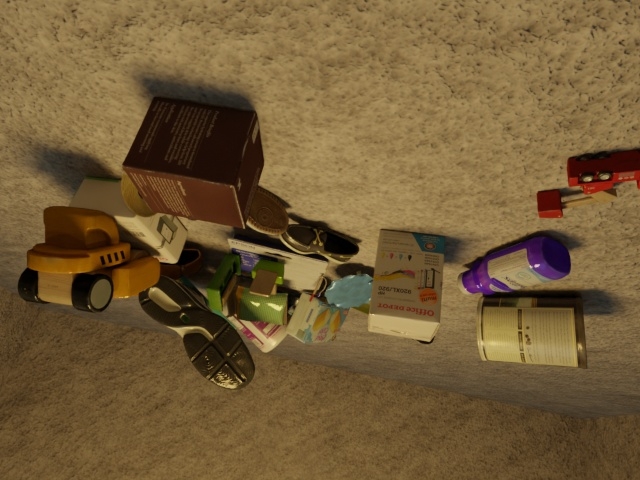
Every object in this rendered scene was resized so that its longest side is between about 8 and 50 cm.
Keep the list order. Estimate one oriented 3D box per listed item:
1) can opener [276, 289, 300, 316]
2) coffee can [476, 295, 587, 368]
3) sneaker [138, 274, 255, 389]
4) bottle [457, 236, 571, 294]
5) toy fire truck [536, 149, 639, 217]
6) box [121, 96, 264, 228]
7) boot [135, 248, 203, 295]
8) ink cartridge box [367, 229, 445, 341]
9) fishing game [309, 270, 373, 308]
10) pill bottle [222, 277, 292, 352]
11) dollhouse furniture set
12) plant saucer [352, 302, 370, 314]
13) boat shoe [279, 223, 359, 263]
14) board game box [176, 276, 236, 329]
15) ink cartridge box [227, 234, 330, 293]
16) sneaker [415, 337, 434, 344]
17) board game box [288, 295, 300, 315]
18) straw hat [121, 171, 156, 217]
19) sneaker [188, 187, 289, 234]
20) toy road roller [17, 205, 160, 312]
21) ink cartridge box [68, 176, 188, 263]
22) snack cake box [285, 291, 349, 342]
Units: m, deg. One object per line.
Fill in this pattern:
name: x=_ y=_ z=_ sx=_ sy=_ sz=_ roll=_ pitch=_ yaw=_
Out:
can opener: x=-0.140 y=0.252 z=1.650 sx=0.283 sy=0.095 sz=0.076 roll=19 pitch=112 yaw=-5
coffee can: x=0.628 y=0.268 z=1.265 sx=0.275 sy=0.202 sz=0.201 roll=-4 pitch=150 yaw=30
sneaker: x=-0.366 y=0.281 z=1.395 sx=0.447 sy=0.169 sz=0.257 roll=44 pitch=178 yaw=5
bottle: x=0.469 y=0.077 z=1.068 sx=0.118 sy=0.092 sz=0.283 roll=21 pitch=153 yaw=-21
toy fire truck: x=0.492 y=-0.097 z=0.757 sx=0.192 sy=0.047 sz=0.135 roll=-4 pitch=151 yaw=28
box: x=-0.233 y=-0.147 z=0.825 sx=0.203 sy=0.169 sz=0.167 roll=11 pitch=154 yaw=3
boot: x=-0.546 y=0.097 z=1.439 sx=0.295 sy=0.104 sz=0.211 roll=-18 pitch=167 yaw=-15
ink cartridge box: x=0.221 y=0.119 z=1.098 sx=0.171 sy=0.233 sz=0.168 roll=6 pitch=154 yaw=10
fishing game: x=0.103 y=0.157 z=1.365 sx=0.263 sy=0.041 sz=0.189 roll=7 pitch=137 yaw=-17
pill bottle: x=-0.253 y=0.251 z=1.558 sx=0.301 sy=0.169 sz=0.169 roll=45 pitch=148 yaw=-5
dollhouse furniture set: x=-0.215 y=0.207 z=1.313 sx=0.197 sy=0.151 sz=0.302 roll=11 pitch=135 yaw=6
plant saucer: x=0.201 y=0.223 z=1.537 sx=0.188 sy=0.045 sz=0.188 roll=26 pitch=151 yaw=-27
boat shoe: x=0.000 y=0.000 z=1.135 sx=0.227 sy=0.081 sz=0.068 roll=18 pitch=152 yaw=-29
board game box: x=-0.468 y=0.264 z=1.660 sx=0.336 sy=0.079 sz=0.254 roll=43 pitch=161 yaw=5
ink cartridge box: x=-0.131 y=0.066 z=1.340 sx=0.303 sy=0.072 sz=0.307 roll=14 pitch=152 yaw=-2
sneaker: x=0.361 y=0.353 z=1.728 sx=0.234 sy=0.084 sz=0.097 roll=24 pitch=176 yaw=-21
board game box: x=-0.041 y=0.327 z=1.841 sx=0.192 sy=0.053 sz=0.305 roll=9 pitch=154 yaw=6
straw hat: x=-0.418 y=-0.128 z=1.056 sx=0.144 sy=0.145 sz=0.061 roll=2 pitch=-167 yaw=20
sneaker: x=-0.225 y=-0.081 z=1.042 sx=0.282 sy=0.099 sz=0.153 roll=23 pitch=157 yaw=-30
toy road roller: x=-0.581 y=0.030 z=1.096 sx=0.202 sy=0.241 sz=0.329 roll=7 pitch=-171 yaw=10
ink cartridge box: x=-0.532 y=-0.050 z=1.210 sx=0.198 sy=0.115 sz=0.273 roll=7 pitch=153 yaw=10
snack cake box: x=-0.003 y=0.282 z=1.528 sx=0.089 sy=0.152 sz=0.264 roll=23 pitch=179 yaw=27
